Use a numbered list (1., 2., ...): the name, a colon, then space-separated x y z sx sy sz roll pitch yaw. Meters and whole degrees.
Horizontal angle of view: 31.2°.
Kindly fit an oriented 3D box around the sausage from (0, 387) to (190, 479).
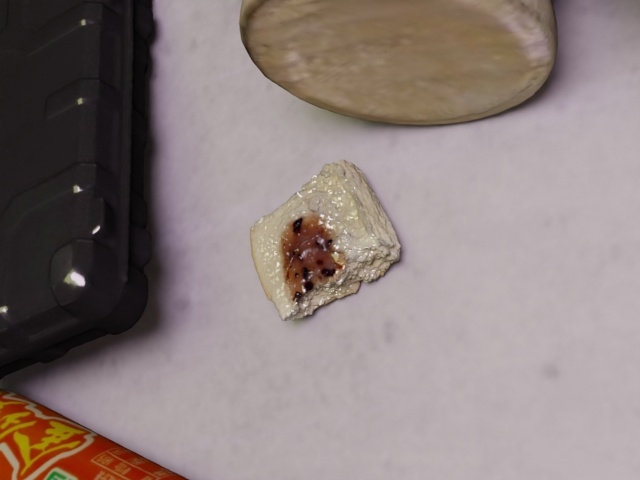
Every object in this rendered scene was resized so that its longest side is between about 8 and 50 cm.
1. sausage: -0.152 0.149 0.688 0.263 0.083 0.083 17 86 34

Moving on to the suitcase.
1. suitcase: -0.202 -0.046 0.743 0.206 0.066 0.286 -22 53 24

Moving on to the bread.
1. bread: 0.000 0.000 0.659 0.083 0.035 0.070 -34 60 23

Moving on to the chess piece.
1. chess piece: 0.056 -0.230 0.625 0.167 0.167 0.300 -4 68 30
